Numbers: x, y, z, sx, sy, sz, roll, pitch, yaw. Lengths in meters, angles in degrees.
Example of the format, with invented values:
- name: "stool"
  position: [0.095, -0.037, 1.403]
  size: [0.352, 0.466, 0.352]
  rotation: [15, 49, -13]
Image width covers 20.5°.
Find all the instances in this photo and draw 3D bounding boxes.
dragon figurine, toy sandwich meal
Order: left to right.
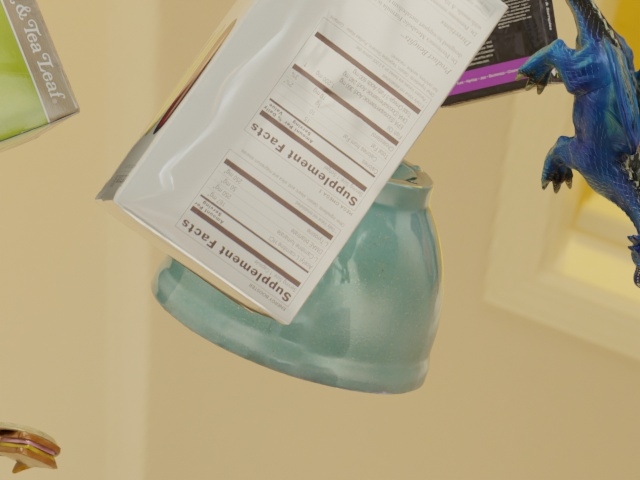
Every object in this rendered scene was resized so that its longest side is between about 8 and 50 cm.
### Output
- name: "toy sandwich meal"
  position: [-0.269, 0.188, 1.582]
  size: [0.085, 0.085, 0.029]
  rotation: [72, -155, -61]
- name: "dragon figurine"
  position: [0.220, -0.106, 1.281]
  size: [0.085, 0.144, 0.289]
  rotation: [-12, -82, -30]

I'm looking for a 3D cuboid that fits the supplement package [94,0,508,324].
- name: "supplement package"
  position: [-0.017, -0.085, 1.132]
  size: [0.244, 0.134, 0.139]
  rotation: [-55, 11, -7]

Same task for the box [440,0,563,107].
- name: "box"
  position: [0.146, -0.204, 1.537]
  size: [0.029, 0.116, 0.162]
  rotation: [-7, -92, -53]

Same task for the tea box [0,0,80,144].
- name: "tea box"
  position: [-0.495, -0.227, 2.002]
  size: [0.323, 0.329, 0.220]
  rotation: [-22, 3, -22]

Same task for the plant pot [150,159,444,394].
- name: "plant pot"
  position: [0.000, 0.000, 1.756]
  size: [0.293, 0.293, 0.196]
  rotation: [-17, -51, -67]
